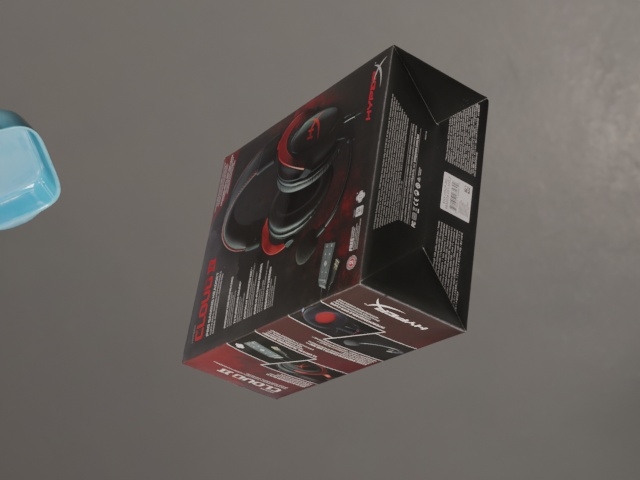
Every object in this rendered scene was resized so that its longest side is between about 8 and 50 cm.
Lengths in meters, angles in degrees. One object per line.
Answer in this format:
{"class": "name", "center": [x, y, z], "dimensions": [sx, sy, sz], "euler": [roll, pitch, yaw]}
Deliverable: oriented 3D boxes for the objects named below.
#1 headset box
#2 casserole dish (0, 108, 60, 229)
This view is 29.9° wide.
{"class": "headset box", "center": [0.000, 0.000, 1.029], "dimensions": [0.110, 0.218, 0.293], "euler": [25, 150, -28]}
{"class": "casserole dish", "center": [-0.320, -0.068, 1.163], "dimensions": [0.114, 0.037, 0.188], "euler": [-23, 158, -10]}
